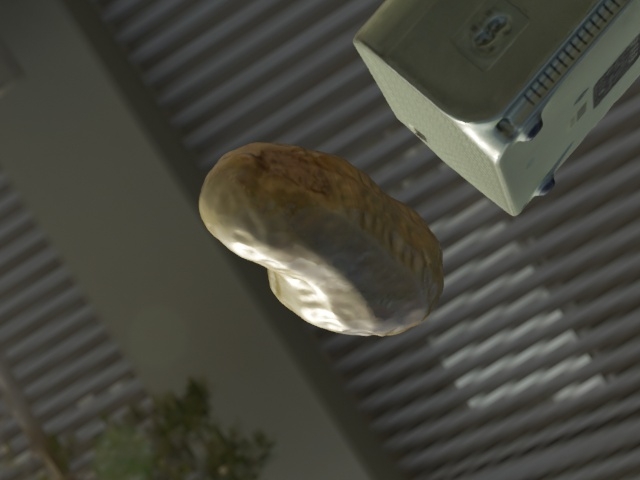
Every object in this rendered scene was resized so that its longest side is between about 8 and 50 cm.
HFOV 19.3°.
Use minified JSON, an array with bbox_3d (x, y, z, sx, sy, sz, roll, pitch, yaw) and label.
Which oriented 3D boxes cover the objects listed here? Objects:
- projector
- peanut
[{"bbox_3d":[0.134,-0.129,1.052,0.198,0.108,0.250,-49,167,-1],"label":"projector"},{"bbox_3d":[0.000,0.000,1.373,0.120,0.236,0.110,1,-110,42],"label":"peanut"}]
